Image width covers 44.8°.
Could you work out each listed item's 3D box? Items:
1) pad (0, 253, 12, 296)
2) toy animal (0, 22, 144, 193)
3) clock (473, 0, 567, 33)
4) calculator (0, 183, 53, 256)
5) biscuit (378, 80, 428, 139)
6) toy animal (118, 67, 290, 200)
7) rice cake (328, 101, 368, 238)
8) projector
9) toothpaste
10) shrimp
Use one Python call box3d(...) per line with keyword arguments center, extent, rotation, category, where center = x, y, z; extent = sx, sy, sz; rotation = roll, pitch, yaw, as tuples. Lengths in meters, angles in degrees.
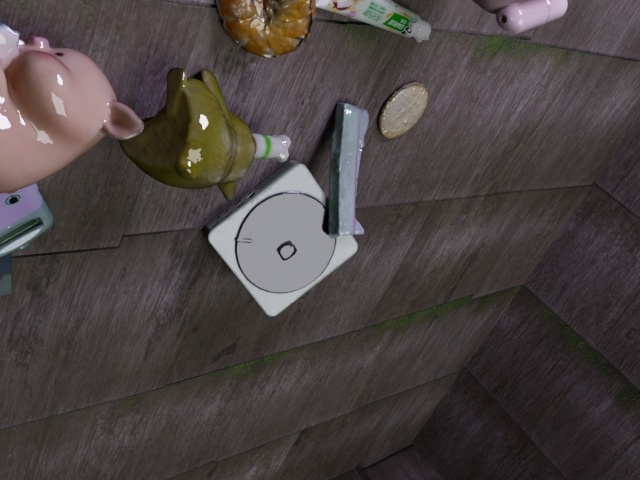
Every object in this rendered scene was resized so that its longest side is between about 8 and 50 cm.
box3d(center=(-0.631, 0.067, 1.283), extent=(0.243, 0.004, 0.163), rotation=(-18, 142, -36), category="pad")
box3d(center=(-0.417, -0.186, 1.058), extent=(0.256, 0.195, 0.212), rotation=(-34, 124, -18), category="toy animal")
box3d(center=(0.341, -0.570, 1.314), extent=(0.184, 0.342, 0.325), rotation=(-28, 155, -35), category="clock")
box3d(center=(-0.514, -0.060, 1.217), extent=(0.141, 0.045, 0.246), rotation=(-32, 148, -17), category="calculator")
box3d(center=(0.191, -0.296, 1.776), extent=(0.152, 0.020, 0.152), rotation=(-29, 147, -21), category="biscuit")
box3d(center=(-0.199, -0.174, 1.351), extent=(0.181, 0.180, 0.363), rotation=(-43, 173, 13), category="toy animal")
box3d(center=(0.058, -0.145, 1.651), extent=(0.081, 0.051, 0.290), rotation=(-2, 98, -29), category="rice cake")
box3d(center=(-0.084, -0.005, 1.681), extent=(0.257, 0.079, 0.259), rotation=(-38, 119, -7), category="projector")
box3d(center=(0.106, -0.440, 1.474), extent=(0.314, 0.056, 0.058), rotation=(4, 86, -47), category="toothpaste")
box3d(center=(-0.085, -0.428, 1.225), extent=(0.164, 0.062, 0.316), rotation=(-5, 136, -11), category="shrimp")
